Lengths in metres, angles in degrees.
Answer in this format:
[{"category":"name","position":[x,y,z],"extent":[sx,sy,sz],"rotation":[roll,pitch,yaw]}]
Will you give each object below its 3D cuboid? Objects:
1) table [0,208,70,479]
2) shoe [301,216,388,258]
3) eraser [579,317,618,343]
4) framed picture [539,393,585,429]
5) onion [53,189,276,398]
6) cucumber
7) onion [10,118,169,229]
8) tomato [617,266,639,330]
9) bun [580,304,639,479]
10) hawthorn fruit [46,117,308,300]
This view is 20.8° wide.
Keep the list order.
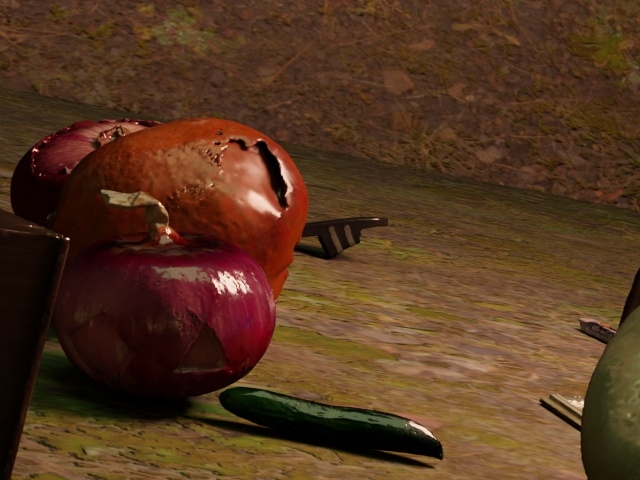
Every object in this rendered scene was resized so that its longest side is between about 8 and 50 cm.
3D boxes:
[{"category":"table","position":[-0.297,0.048,1.074],"extent":[0.193,0.172,0.169],"rotation":[10,7,-45]},{"category":"shoe","position":[0.000,0.000,2.267],"extent":[0.179,0.049,0.071],"rotation":[-6,4,-2]},{"category":"eraser","position":[0.352,0.114,2.124],"extent":[0.027,0.019,0.099],"rotation":[8,9,-29]},{"category":"framed picture","position":[0.356,0.197,1.613],"extent":[0.216,0.016,0.273],"rotation":[10,9,-23]},{"category":"onion","position":[-0.122,0.054,1.389],"extent":[0.177,0.153,0.177],"rotation":[25,2,-1]},{"category":"cucumber","position":[0.009,0.144,1.376],"extent":[0.184,0.033,0.036],"rotation":[11,-12,-7]},{"category":"onion","position":[-0.200,-0.040,1.836],"extent":[0.248,0.161,0.248],"rotation":[2,10,0]},{"category":"tomato","position":[0.398,0.077,1.363],"extent":[0.338,0.338,0.144],"rotation":[16,33,19]},{"category":"bun","position":[0.320,0.161,1.210],"extent":[0.283,0.179,0.283],"rotation":[-7,43,7]},{"category":"hawthorn fruit","position":[-0.161,-0.006,1.586],"extent":[0.299,0.211,0.211],"rotation":[-1,12,-12]}]
